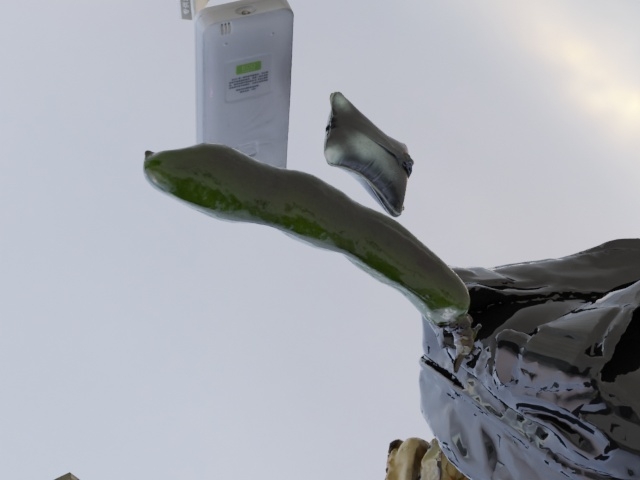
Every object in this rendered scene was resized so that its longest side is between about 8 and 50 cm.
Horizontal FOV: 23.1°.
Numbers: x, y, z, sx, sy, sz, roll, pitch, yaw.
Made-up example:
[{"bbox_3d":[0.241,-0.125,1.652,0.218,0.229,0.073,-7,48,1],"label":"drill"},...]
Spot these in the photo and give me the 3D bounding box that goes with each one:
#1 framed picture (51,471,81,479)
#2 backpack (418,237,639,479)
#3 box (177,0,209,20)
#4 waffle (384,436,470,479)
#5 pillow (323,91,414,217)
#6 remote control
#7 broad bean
[{"bbox_3d":[-0.251,0.293,1.522,0.201,0.136,0.010,53,-167,-52],"label":"framed picture"},{"bbox_3d":[0.265,0.137,1.199,0.446,0.254,0.363,15,-172,-40],"label":"backpack"},{"bbox_3d":[-0.157,-0.387,1.960,0.029,0.198,0.109,7,-144,13],"label":"box"},{"bbox_3d":[0.146,0.370,1.612,0.213,0.091,0.308,26,-117,-37],"label":"waffle"},{"bbox_3d":[0.050,-0.092,1.688,0.136,0.091,0.055,33,167,-35],"label":"pillow"},{"bbox_3d":[-0.082,-0.150,1.661,0.103,0.250,0.034,-15,-129,-16],"label":"remote control"},{"bbox_3d":[0.002,-0.004,0.891,0.227,0.039,0.069,30,-131,-15],"label":"broad bean"}]
